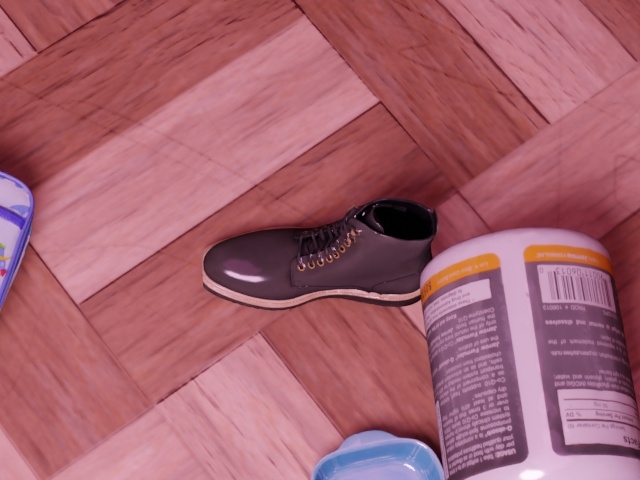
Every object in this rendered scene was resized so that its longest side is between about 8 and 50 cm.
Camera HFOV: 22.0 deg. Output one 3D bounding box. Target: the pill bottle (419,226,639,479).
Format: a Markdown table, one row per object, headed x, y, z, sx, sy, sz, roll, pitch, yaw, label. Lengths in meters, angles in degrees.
| x | y | z | sx | sy | sz | roll | pitch | yaw | label |
| --- | --- | --- | --- | --- | --- | --- | --- | --- | --- |
| 0.173 | 0.142 | 1.312 | 0.162 | 0.162 | 0.278 | -4 | 68 | -5 | pill bottle |

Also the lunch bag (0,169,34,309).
| x | y | z | sx | sy | sz | roll | pitch | yaw | label |
| --- | --- | --- | --- | --- | --- | --- | --- | --- | --- |
| -0.355 | -0.006 | 1.350 | 0.219 | 0.090 | 0.176 | 25 | 69 | -11 | lunch bag |

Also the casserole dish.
| x | y | z | sx | sy | sz | roll | pitch | yaw | label |
| --- | --- | --- | --- | --- | --- | --- | --- | --- | --- |
| 0.056 | 0.247 | 1.328 | 0.114 | 0.037 | 0.188 | -10 | 68 | -8 | casserole dish |

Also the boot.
| x | y | z | sx | sy | sz | roll | pitch | yaw | label |
| --- | --- | --- | --- | --- | --- | --- | --- | --- | --- |
| 0.000 | 0.000 | 1.372 | 0.198 | 0.137 | 0.076 | -2 | 67 | -4 | boot |
